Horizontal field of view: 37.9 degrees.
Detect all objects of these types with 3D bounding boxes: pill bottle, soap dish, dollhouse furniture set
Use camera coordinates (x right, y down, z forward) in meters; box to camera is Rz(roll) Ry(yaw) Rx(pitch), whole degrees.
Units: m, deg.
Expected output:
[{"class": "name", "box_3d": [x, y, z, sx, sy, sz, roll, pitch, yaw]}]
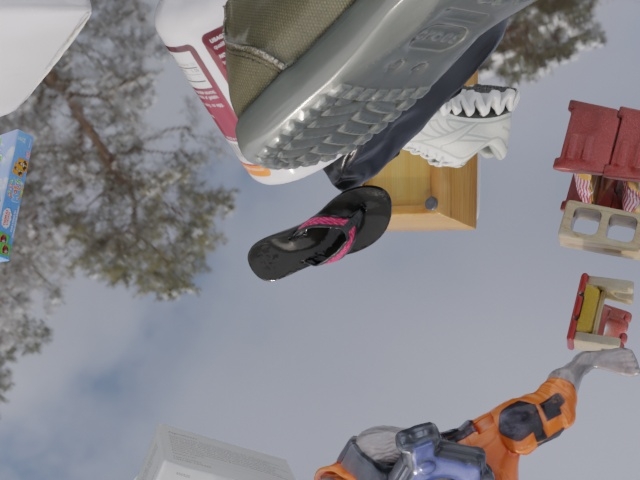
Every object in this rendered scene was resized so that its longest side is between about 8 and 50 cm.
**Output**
[{"class": "pill bottle", "box_3d": [-0.040, -0.115, 0.541, 0.086, 0.152, 0.086, -24, -150, 14]}, {"class": "soap dish", "box_3d": [0.163, -0.162, 1.615, 0.229, 0.118, 0.290, 0, -90, 44]}, {"class": "dollhouse furniture set", "box_3d": [0.418, -0.002, 1.420, 0.152, 0.201, 0.374, 12, -107, 22]}]

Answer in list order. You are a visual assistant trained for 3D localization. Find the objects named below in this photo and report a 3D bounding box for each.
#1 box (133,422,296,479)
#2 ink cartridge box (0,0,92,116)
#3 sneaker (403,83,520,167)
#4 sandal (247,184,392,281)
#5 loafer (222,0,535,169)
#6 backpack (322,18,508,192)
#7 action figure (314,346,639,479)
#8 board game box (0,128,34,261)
[{"class": "box", "box_3d": [-0.140, 0.344, 1.128, 0.119, 0.182, 0.181, -140, -110, -72]}, {"class": "ink cartridge box", "box_3d": [-0.240, -0.196, 0.402, 0.117, 0.201, 0.278, -25, -101, 51]}, {"class": "sneaker", "box_3d": [0.160, -0.157, 1.326, 0.292, 0.118, 0.110, -7, -162, -26]}, {"class": "sandal", "box_3d": [0.000, 0.000, 1.017, 0.179, 0.067, 0.040, -27, -166, 15]}, {"class": "loafer", "box_3d": [0.045, -0.125, 0.345, 0.251, 0.094, 0.087, -36, -107, 28]}, {"class": "backpack", "box_3d": [-0.010, -0.282, 1.028, 0.290, 0.273, 0.355, -43, -111, -13]}, {"class": "action figure", "box_3d": [0.122, 0.254, 0.847, 0.330, 0.341, 0.178, -8, -151, -19]}, {"class": "board game box", "box_3d": [-0.539, -0.061, 1.490, 0.160, 0.039, 0.211, -11, -116, 35]}]
